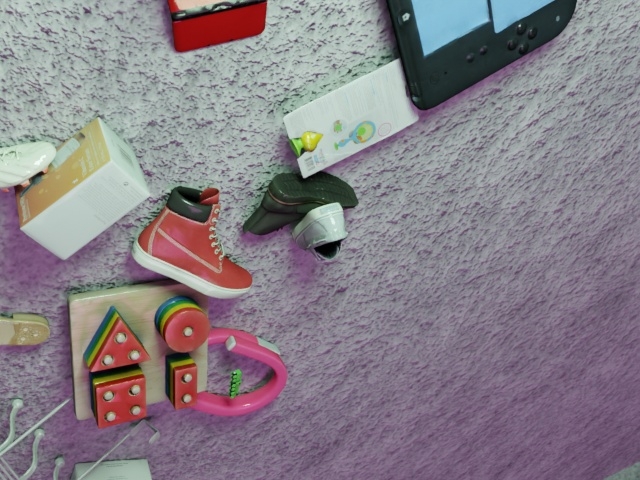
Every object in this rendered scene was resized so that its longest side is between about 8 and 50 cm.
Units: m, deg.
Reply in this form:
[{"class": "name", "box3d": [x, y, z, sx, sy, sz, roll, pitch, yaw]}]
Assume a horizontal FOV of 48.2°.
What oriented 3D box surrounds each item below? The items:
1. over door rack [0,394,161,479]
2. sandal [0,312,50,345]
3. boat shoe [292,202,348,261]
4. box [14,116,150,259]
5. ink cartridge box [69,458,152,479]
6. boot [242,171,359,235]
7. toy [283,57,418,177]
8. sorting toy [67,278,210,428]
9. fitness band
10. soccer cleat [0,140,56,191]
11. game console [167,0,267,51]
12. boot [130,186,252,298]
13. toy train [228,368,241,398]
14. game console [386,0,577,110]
[{"class": "over door rack", "box3d": [-0.512, 0.396, 1.448, 0.324, 0.108, 0.239, -31, 137, -21]}, {"class": "sandal", "box3d": [-0.586, 0.175, 1.221, 0.240, 0.079, 0.088, 0, 127, -28]}, {"class": "boat shoe", "box3d": [0.001, 0.000, 1.314, 0.079, 0.081, 0.227, -15, 169, -13]}, {"class": "box", "box3d": [-0.363, -0.079, 1.085, 0.170, 0.130, 0.091, -36, 136, 4]}, {"class": "ink cartridge box", "box3d": [-0.459, 0.632, 1.576, 0.168, 0.232, 0.171, 7, 124, -32]}, {"class": "boot", "box3d": [-0.040, -0.060, 1.334, 0.198, 0.077, 0.137, 7, 140, -37]}, {"class": "toy", "box3d": [0.048, -0.219, 1.235, 0.237, 0.056, 0.137, -30, 135, -11]}, {"class": "sorting toy", "box3d": [-0.323, 0.213, 1.332, 0.257, 0.089, 0.255, -8, 116, -28]}, {"class": "fitness band", "box3d": [-0.201, 0.292, 1.548, 0.209, 0.054, 0.291, -46, 133, 15]}, {"class": "soccer cleat", "box3d": [-0.487, -0.107, 1.043, 0.196, 0.068, 0.076, -22, 132, -6]}, {"class": "game console", "box3d": [-0.155, -0.354, 1.042, 0.144, 0.085, 0.124, -18, 103, -15]}, {"class": "boot", "box3d": [-0.189, 0.001, 1.283, 0.244, 0.088, 0.176, 26, 111, -37]}, {"class": "toy train", "box3d": [-0.181, 0.306, 1.526, 0.024, 0.017, 0.083, -15, 136, -28]}, {"class": "game console", "box3d": [0.257, -0.431, 1.136, 0.342, 0.060, 0.386, -34, 135, -10]}]
